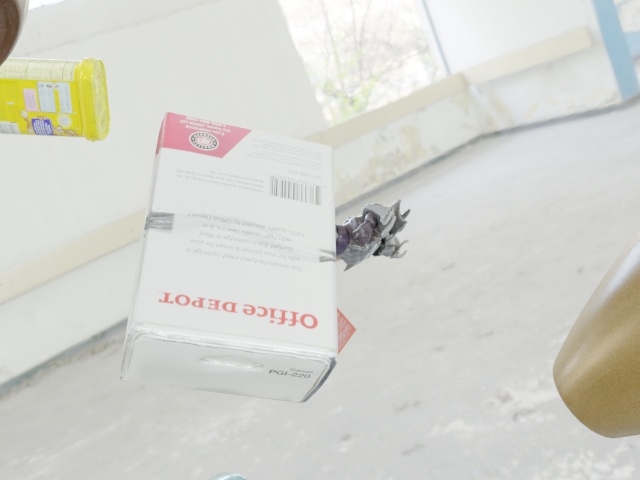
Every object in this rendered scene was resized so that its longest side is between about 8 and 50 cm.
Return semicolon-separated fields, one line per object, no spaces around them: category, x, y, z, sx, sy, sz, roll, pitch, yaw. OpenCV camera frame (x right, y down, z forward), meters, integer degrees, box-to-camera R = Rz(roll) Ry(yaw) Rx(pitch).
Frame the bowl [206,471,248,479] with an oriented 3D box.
bowl;-0.223;0.597;1.362;0.163;0.312;0.311;3;-9;-39

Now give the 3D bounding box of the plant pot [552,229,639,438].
plant pot;0.393;0.113;0.839;0.237;0.237;0.254;-36;-14;-52

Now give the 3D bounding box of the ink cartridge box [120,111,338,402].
ink cartridge box;-0.072;0.014;0.624;0.158;0.218;0.092;10;-38;-14

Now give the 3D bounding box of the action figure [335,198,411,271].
action figure;0.000;0.000;0.985;0.284;0.099;0.185;8;-42;-31

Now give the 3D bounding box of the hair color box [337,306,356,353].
hair color box;-0.021;0.087;0.932;0.053;0.093;0.167;-53;-25;-9

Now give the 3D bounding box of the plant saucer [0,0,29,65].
plant saucer;-0.313;-0.166;0.592;0.198;0.036;0.198;-38;-10;-8

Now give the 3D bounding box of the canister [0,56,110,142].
canister;-0.424;-0.222;1.154;0.169;0.126;0.073;3;28;0
